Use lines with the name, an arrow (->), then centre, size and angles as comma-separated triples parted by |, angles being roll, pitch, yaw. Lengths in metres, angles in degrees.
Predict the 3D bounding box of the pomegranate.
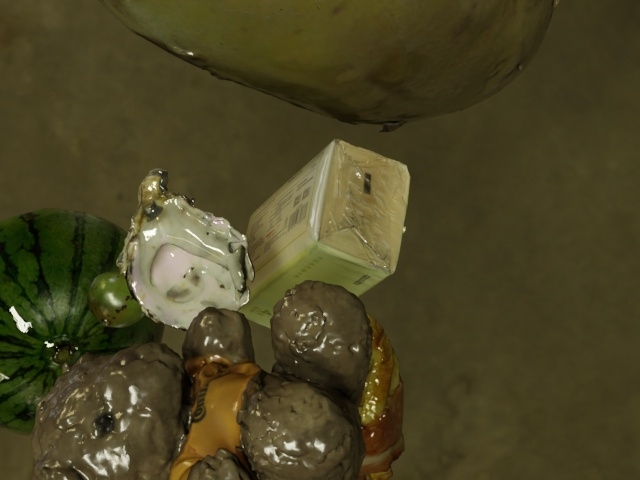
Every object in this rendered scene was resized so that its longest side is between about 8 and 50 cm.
pomegranate -> -0.240, 0.062, 1.755 | 0.073, 0.073, 0.084 | -40, 43, 27

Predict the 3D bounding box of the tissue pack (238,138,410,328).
tissue pack -> 0.000, 0.000, 1.846 | 0.234, 0.125, 0.159 | -40, 34, 52

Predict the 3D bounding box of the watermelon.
watermelon -> -0.352, 0.141, 2.002 | 0.331, 0.331, 0.189 | -56, 27, 17

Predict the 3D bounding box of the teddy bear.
teddy bear -> -0.067, 0.110, 0.840 | 0.177, 0.190, 0.140 | -88, 2, -60

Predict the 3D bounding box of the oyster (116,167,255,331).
oyster -> -0.153, 0.011, 1.663 | 0.163, 0.081, 0.191 | -7, 92, 14

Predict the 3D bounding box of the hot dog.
hot dog -> 0.026, 0.180, 1.442 | 0.093, 0.123, 0.261 | -125, 25, -60

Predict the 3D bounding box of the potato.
potato -> 0.008, -0.129, 0.606 | 0.165, 0.262, 0.165 | -10, 76, 43
